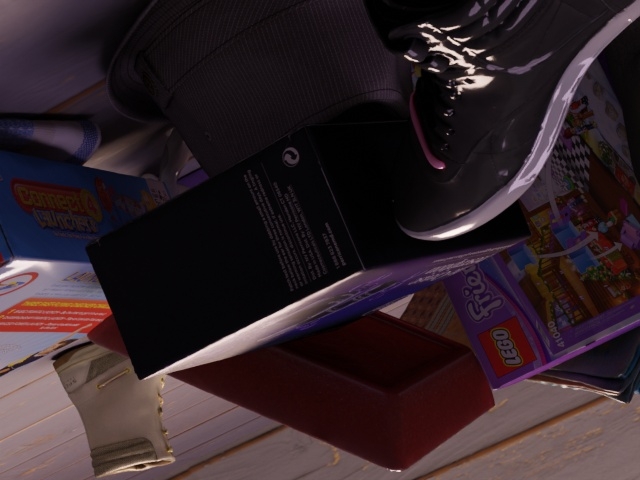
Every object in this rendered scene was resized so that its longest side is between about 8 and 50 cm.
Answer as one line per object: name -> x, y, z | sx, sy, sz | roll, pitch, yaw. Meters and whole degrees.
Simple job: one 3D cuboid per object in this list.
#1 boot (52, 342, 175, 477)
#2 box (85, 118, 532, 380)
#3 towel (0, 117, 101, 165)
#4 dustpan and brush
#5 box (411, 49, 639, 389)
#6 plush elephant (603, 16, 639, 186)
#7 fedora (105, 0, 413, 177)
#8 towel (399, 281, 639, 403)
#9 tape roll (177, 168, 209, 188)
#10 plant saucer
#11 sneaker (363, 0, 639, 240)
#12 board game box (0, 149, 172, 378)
boot -> -0.203, 0.191, 2.197 | 0.213, 0.165, 0.077 | -15, 167, -31
box -> 0.000, 0.000, 1.210 | 0.184, 0.103, 0.261 | -24, 173, 29
towel -> -0.309, -0.028, 1.282 | 0.209, 0.034, 0.285 | -31, 167, 31
dustpan and brush -> -0.128, -0.020, 1.518 | 0.060, 0.147, 0.211 | 4, 135, -29
box -> 0.166, -0.055, 1.433 | 0.201, 0.293, 0.057 | -29, 171, 28
plush elephant -> 0.352, -0.101, 1.264 | 0.255, 0.330, 0.272 | -14, -165, -4
fedora -> -0.016, -0.110, 1.243 | 0.243, 0.124, 0.275 | -18, 168, -27
towel -> 0.223, 0.008, 1.610 | 0.271, 0.040, 0.370 | -57, -156, -14
tape roll -> -0.055, -0.013, 1.731 | 0.274, 0.090, 0.275 | -22, 168, -5
plant saucer -> -0.008, 0.082, 1.391 | 0.259, 0.258, 0.048 | -15, 125, -69
sneaker -> 0.069, -0.105, 0.984 | 0.147, 0.104, 0.296 | -1, 144, -30
board game box -> -0.288, 0.047, 1.357 | 0.302, 0.086, 0.308 | -27, 168, 16
